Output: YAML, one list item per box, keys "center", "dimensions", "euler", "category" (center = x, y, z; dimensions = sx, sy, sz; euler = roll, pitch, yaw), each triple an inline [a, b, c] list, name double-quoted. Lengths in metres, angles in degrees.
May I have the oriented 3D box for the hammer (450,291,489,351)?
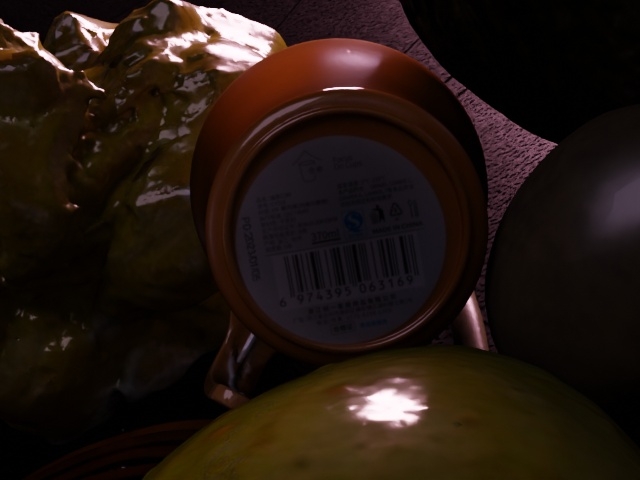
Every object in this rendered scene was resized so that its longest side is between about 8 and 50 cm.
- center: [0.093, 0.069, 0.858]
  dimensions: [0.062, 0.013, 0.199]
  euler: [-28, 30, 14]
  category: "hammer"

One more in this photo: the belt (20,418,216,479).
- center: [-0.108, 0.194, 0.794]
  dimensions: [0.261, 0.105, 0.184]
  euler: [-15, 37, 32]
  category: "belt"

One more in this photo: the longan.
- center: [0.170, 0.016, 0.696]
  dimensions: [0.187, 0.167, 0.167]
  euler: [-3, 41, 29]
  category: "longan"

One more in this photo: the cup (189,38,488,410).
- center: [0.000, 0.000, 0.809]
  dimensions: [0.226, 0.182, 0.264]
  euler: [-61, 3, 6]
  category: "cup"

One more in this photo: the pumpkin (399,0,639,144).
- center: [0.238, -0.247, 0.836]
  dimensions: [0.454, 0.344, 0.454]
  euler: [-41, 26, 25]
  category: "pumpkin"

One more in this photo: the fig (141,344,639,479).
- center: [0.037, 0.160, 0.554]
  dimensions: [0.258, 0.258, 0.326]
  euler: [-22, 13, 23]
  category: "fig"

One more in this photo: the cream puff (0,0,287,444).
- center: [-0.180, -0.049, 1.061]
  dimensions: [0.378, 0.275, 0.378]
  euler: [-27, 27, 15]
  category: "cream puff"
